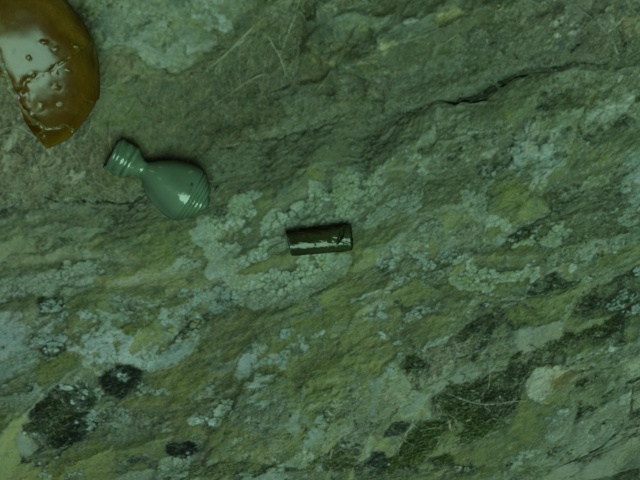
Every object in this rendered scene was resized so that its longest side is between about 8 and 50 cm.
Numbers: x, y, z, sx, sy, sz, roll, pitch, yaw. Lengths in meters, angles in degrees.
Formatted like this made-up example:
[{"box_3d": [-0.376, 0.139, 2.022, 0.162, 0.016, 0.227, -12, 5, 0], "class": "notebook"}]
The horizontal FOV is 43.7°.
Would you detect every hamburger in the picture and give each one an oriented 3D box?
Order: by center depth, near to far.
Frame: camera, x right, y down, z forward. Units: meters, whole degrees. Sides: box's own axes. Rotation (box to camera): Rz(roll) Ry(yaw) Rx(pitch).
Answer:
[{"box_3d": [-0.428, -0.293, 1.232, 0.156, 0.144, 0.283, -18, 119, -1], "class": "hamburger"}]

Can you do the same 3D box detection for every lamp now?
[{"box_3d": [-0.280, -0.109, 1.399, 0.193, 0.106, 0.106, 31, 110, -16], "class": "lamp"}]

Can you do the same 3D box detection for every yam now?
[{"box_3d": [0.000, 0.000, 1.542, 0.132, 0.054, 0.054, -6, 121, -7], "class": "yam"}]
